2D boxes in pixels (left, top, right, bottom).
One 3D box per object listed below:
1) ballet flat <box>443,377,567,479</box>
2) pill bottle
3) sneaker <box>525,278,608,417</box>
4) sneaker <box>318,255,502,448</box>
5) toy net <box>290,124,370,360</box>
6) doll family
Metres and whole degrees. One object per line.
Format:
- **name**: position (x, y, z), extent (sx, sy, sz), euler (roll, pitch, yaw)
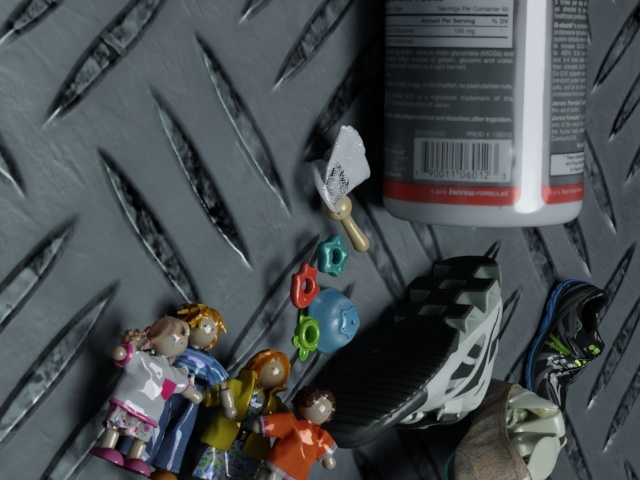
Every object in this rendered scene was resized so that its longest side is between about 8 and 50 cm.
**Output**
- **ballet flat**: position (0.213, 0.223, 1.864), extent (0.316, 0.106, 0.107), euler (-54, 127, -69)
- **pill bottle**: position (0.171, -0.202, 1.760), extent (0.210, 0.210, 0.362), euler (-7, 100, -53)
- **sneaker**: position (0.305, 0.136, 2.091), extent (0.067, 0.078, 0.188), euler (39, 65, -48)
- **sneaker**: position (0.112, 0.153, 1.799), extent (0.330, 0.122, 0.146), euler (-39, 126, -46)
- **toy net**: position (0.000, 0.000, 1.701), extent (0.122, 0.045, 0.232), euler (-1, 94, -51)
- **doll family**: position (-0.105, 0.147, 1.545), extent (0.263, 0.118, 0.163), euler (28, 77, -32)
